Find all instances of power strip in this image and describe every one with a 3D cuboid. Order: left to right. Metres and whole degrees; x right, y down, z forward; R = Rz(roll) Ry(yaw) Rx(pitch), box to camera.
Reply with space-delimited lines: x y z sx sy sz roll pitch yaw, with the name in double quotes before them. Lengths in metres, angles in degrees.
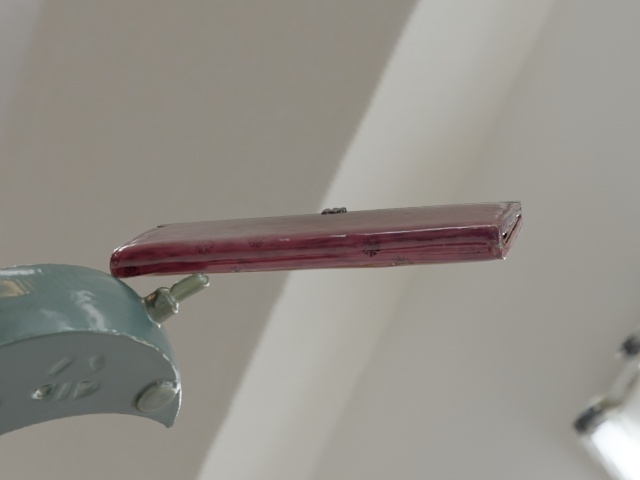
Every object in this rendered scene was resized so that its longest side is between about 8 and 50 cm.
"power strip" -0.175 0.082 0.981 0.167 0.253 0.054 88 -24 -57

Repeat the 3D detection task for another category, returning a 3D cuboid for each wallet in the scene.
"wallet" 0.000 0.000 1.063 0.232 0.119 0.025 -4 -80 12
